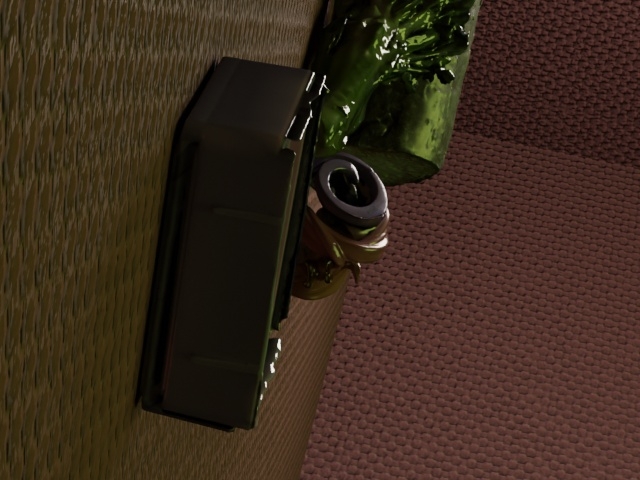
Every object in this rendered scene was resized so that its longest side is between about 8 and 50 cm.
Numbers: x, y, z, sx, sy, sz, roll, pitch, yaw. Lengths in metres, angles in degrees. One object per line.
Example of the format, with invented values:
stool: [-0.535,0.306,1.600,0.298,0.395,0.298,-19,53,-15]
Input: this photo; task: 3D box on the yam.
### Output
yam: [0.084,-0.195,2.089,0.161,0.161,0.268,83,21,-80]

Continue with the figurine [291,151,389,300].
figurine: [0.009,0.001,1.872,0.126,0.114,0.157,-44,151,-56]

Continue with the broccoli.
broccoli: [0.044,-0.170,1.857,0.304,0.145,0.165,-55,156,-49]

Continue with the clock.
clock: [-0.051,0.002,1.157,0.144,0.073,0.193,-70,171,-66]
